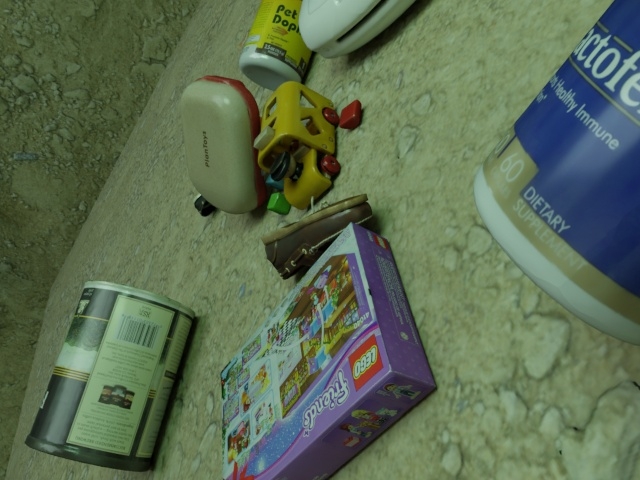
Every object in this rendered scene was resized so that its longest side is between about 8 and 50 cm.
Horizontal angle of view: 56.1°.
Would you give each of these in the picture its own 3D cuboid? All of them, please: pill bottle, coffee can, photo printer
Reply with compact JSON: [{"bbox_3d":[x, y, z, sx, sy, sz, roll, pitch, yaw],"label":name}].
[{"bbox_3d":[-0.059,-0.386,1.081,0.117,0.117,0.215,2,72,61],"label":"pill bottle"},{"bbox_3d":[-0.350,0.230,1.029,0.201,0.201,0.275,-16,55,56],"label":"coffee can"},{"bbox_3d":[0.079,-0.433,0.883,0.256,0.107,0.307,-25,48,52],"label":"photo printer"},{"bbox_3d":[0.214,-0.082,0.303,0.265,0.153,0.153,-56,29,31],"label":"pill bottle"}]

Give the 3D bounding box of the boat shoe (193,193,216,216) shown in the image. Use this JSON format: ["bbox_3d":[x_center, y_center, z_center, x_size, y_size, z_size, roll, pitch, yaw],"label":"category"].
[{"bbox_3d":[-0.202,-0.102,1.199,0.133,0.049,0.042,-46,61,22],"label":"boat shoe"}]

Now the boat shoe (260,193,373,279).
[{"bbox_3d":[0.000,0.000,0.743,0.207,0.073,0.073,-24,87,57],"label":"boat shoe"}]

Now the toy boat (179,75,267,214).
[{"bbox_3d":[-0.133,-0.163,1.002,0.151,0.151,0.231,22,126,35],"label":"toy boat"}]

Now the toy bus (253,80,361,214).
[{"bbox_3d":[-0.042,-0.133,0.868,0.191,0.104,0.202,-66,27,2],"label":"toy bus"}]

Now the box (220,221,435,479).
[{"bbox_3d":[-0.015,0.150,0.653,0.293,0.057,0.201,-49,31,29],"label":"box"}]

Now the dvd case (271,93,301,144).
[{"bbox_3d":[-0.074,-0.211,1.085,0.087,0.013,0.119,3,72,61],"label":"dvd case"}]
